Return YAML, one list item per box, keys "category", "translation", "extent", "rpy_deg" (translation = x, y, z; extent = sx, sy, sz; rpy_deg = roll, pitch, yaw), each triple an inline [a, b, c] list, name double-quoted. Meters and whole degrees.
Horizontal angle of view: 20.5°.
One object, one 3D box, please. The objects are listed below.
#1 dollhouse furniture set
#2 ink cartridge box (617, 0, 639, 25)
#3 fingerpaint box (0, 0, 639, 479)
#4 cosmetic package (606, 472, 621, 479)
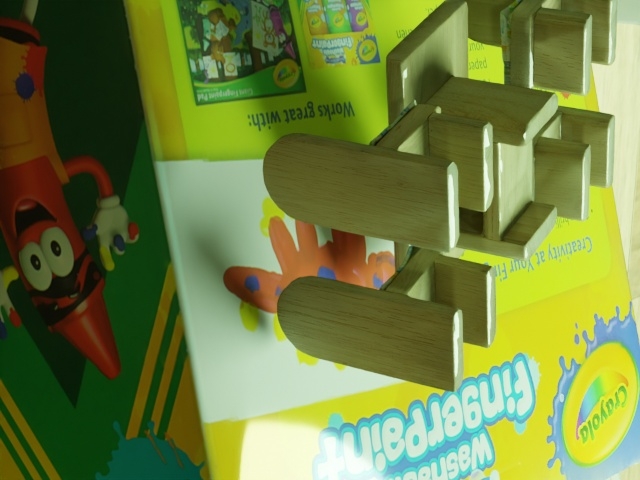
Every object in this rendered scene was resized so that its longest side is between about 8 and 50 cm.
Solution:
- category: "dollhouse furniture set"
  translation: [0.031, -0.089, 0.848]
  extent: [0.212, 0.161, 0.242]
  rpy_deg: [-46, 141, -48]
- category: "ink cartridge box"
  translation: [0.356, -0.289, 1.407]
  extent: [0.395, 0.285, 0.166]
  rpy_deg: [-30, 121, -50]
- category: "fingerpaint box"
  translation: [0.000, 0.000, 1.005]
  extent: [0.445, 0.163, 0.371]
  rpy_deg: [-14, 95, -54]
- category: "cosmetic package"
  translation: [0.127, 0.302, 1.398]
  extent: [0.309, 0.113, 0.160]
  rpy_deg: [-45, 134, -41]
